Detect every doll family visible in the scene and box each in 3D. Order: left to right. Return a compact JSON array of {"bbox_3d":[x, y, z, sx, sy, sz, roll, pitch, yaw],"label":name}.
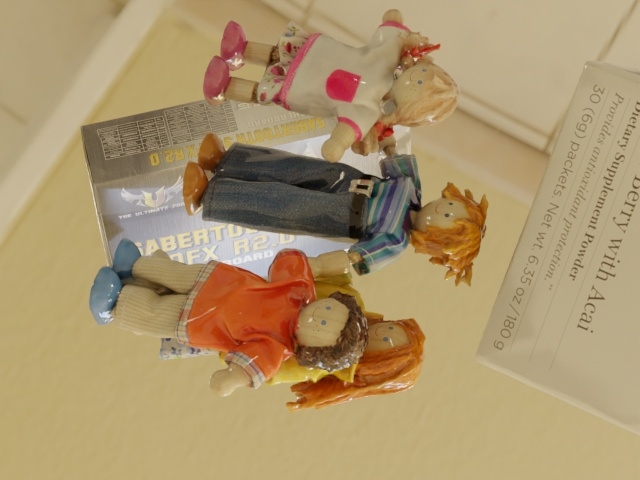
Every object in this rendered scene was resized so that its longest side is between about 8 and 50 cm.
[{"bbox_3d":[0.000,0.000,0.964,0.163,0.263,0.118,12,143,14],"label":"doll family"}]

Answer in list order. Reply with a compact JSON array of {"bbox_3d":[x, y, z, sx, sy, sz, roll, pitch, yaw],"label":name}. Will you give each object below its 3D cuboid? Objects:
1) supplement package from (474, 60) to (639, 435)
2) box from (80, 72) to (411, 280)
[{"bbox_3d":[0.266,0.037,0.964,0.293,0.175,0.177,24,101,23],"label":"supplement package"},{"bbox_3d":[-0.050,-0.037,1.334,0.231,0.056,0.183,-13,150,-7],"label":"box"}]
